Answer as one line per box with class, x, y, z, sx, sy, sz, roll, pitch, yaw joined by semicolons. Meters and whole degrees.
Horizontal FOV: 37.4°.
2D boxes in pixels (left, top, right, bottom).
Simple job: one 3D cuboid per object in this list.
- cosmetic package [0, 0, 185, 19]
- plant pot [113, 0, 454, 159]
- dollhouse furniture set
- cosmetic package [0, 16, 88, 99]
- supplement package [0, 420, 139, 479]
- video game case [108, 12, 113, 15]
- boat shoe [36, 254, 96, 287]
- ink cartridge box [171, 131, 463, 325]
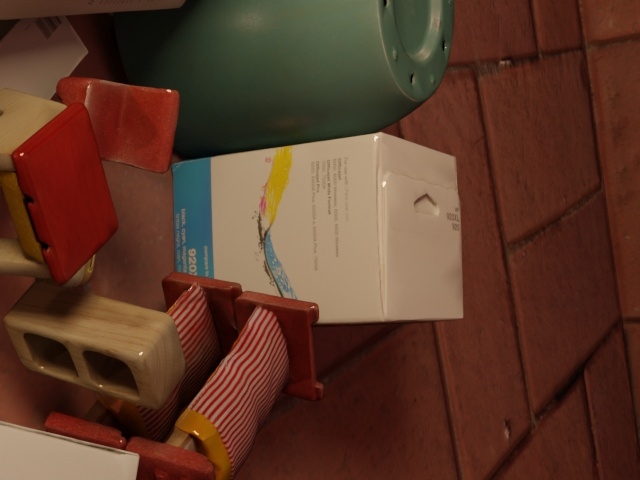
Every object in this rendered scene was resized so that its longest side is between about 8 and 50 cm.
cosmetic package;-0.211;-0.257;0.606;0.197;0.155;0.365;47;28;5
plant pot;-0.011;-0.219;0.901;0.293;0.235;0.293;-14;106;-61
dollhouse furniture set;-0.114;0.042;0.714;0.201;0.152;0.374;-57;151;-44
cosmetic package;-0.262;-0.071;0.646;0.060;0.099;0.239;61;40;-37
supplement package;-0.262;0.203;0.562;0.262;0.145;0.204;34;58;-51
video game case;-0.152;-0.343;0.904;0.227;0.026;0.206;-43;129;-52
boat shoe;-0.203;-0.027;0.783;0.045;0.050;0.135;18;81;-59
ink cartridge box;0.000;0.000;0.924;0.171;0.232;0.168;5;82;-57
